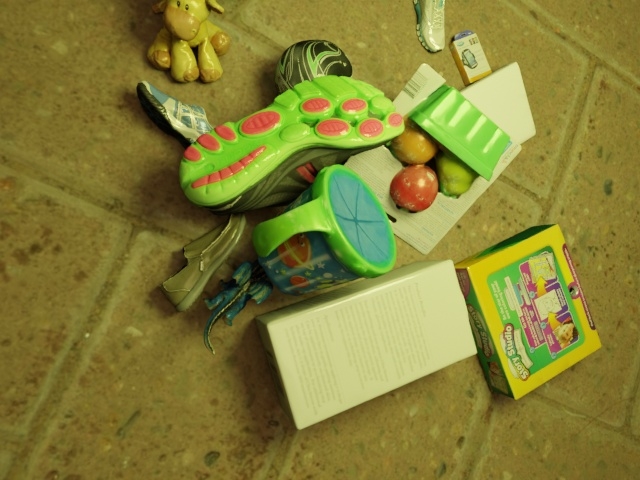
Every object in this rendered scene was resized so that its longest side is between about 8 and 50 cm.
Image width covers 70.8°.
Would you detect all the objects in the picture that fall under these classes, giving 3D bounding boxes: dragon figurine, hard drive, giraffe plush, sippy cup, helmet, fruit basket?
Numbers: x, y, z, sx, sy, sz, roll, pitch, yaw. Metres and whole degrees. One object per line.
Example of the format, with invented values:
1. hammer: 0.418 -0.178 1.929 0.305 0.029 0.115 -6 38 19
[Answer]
1. dragon figurine: -0.159 0.100 0.935 0.144 0.289 0.085 -39 98 23
2. hard drive: 0.426 -0.309 1.201 0.318 0.040 0.211 -31 111 -16
3. giraffe plush: -0.273 -0.458 0.940 0.181 0.170 0.211 -3 88 -17
4. sippy cup: 0.000 0.000 0.922 0.305 0.224 0.240 40 37 -31
5. helmet: -0.023 -0.361 1.021 0.169 0.169 0.161 51 58 -9
6. fruit basket: 0.249 -0.180 1.087 0.326 0.166 0.353 32 115 -16

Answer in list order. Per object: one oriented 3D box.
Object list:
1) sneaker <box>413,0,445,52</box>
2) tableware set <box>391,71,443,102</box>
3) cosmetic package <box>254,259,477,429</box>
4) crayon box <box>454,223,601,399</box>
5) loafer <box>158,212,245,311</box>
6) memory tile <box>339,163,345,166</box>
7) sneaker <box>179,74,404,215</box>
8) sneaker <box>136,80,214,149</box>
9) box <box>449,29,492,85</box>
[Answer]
1. sneaker: 0.294 -0.593 1.174 0.071 0.083 0.191 -15 93 -19
2. tableware set: 0.254 -0.336 1.171 0.194 0.039 0.128 -33 111 -11
3. cosmetic package: 0.105 0.215 1.031 0.452 0.161 0.230 -16 92 -18
4. crayon box: 0.545 0.180 1.203 0.312 0.106 0.364 -22 94 -16
5. loafer: -0.251 0.030 0.962 0.087 0.094 0.251 37 74 -13
6. memory tile: 0.013 -0.137 1.098 0.113 0.012 0.148 25 81 -15
7. sneaker: -0.055 -0.192 0.949 0.481 0.202 0.186 -21 73 -9
8. sneaker: -0.302 -0.266 0.978 0.211 0.080 0.081 43 69 -21
9. box: 0.409 -0.503 1.235 0.081 0.028 0.136 -26 93 -17
